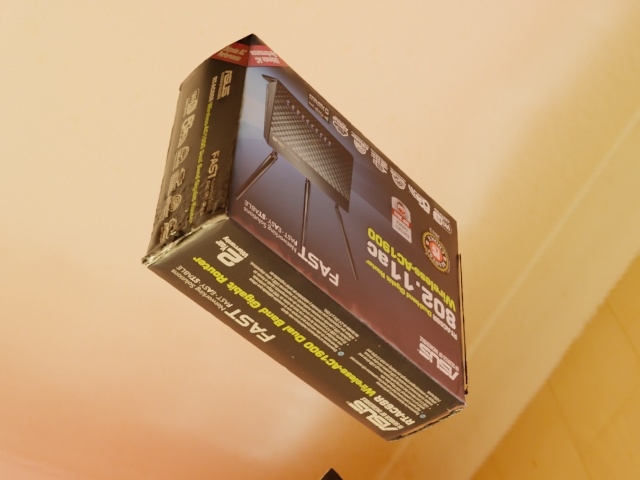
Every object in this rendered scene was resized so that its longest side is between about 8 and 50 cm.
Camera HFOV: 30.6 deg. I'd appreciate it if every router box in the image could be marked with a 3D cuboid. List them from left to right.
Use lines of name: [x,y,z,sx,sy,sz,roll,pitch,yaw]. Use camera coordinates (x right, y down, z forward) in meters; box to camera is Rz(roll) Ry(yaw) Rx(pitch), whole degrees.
router box: [0.000,0.000,0.407,0.038,0.092,0.122,-30,-53,30]

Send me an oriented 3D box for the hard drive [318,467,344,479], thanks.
hard drive: [0.059,0.387,1.323,0.054,0.172,0.255,-34,-103,-25]
